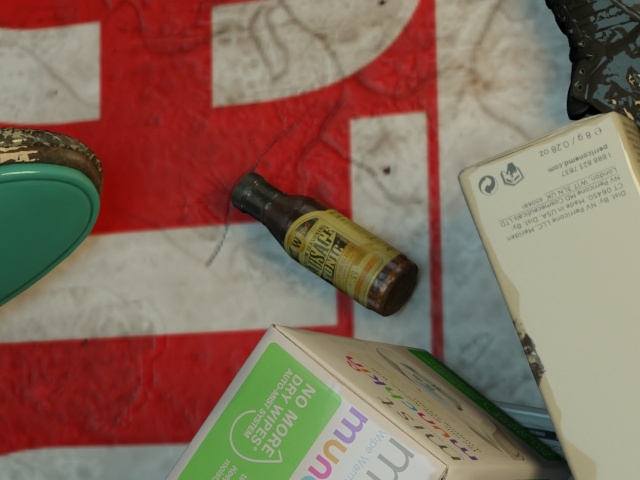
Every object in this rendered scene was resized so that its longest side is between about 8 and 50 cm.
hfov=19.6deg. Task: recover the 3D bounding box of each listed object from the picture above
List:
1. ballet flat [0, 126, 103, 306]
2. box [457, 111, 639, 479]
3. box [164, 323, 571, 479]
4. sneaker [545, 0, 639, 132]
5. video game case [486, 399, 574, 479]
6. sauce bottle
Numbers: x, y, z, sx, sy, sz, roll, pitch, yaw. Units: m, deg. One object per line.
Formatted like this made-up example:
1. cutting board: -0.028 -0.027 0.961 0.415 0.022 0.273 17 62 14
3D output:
1. ballet flat: -0.374 0.042 1.224 0.482 0.164 0.182 -37 51 0
2. box: 0.171 0.074 0.998 0.094 0.113 0.275 -22 83 15
3. box: -0.009 0.191 0.998 0.126 0.231 0.262 38 99 23
4. sneaker: 0.162 -0.109 1.082 0.170 0.051 0.089 34 95 18
5. video game case: 0.080 0.179 1.100 0.190 0.022 0.173 8 86 24
6. sauce bottle: 0.000 0.000 1.147 0.128 0.042 0.042 31 96 25
